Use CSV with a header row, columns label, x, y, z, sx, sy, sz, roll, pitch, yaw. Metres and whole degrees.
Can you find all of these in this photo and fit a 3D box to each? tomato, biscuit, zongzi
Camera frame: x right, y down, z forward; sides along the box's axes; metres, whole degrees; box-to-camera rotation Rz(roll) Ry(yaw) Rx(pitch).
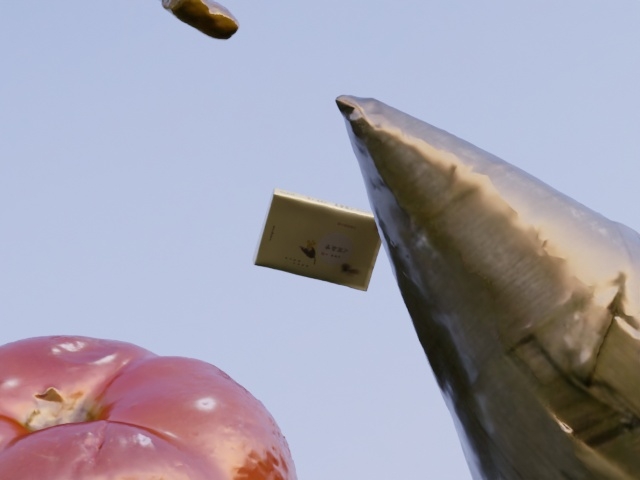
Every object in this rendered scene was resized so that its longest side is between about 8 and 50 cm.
label,x,y,z,sx,sy,sz,roll,pitch,yaw
tomato,-0.138,0.163,1.016,0.259,0.260,0.180,-15,-70,-23
biscuit,-0.180,-0.279,1.941,0.174,0.183,0.039,29,-85,-32
zongzi,0.123,0.131,0.930,0.174,0.393,0.356,-50,-7,-34

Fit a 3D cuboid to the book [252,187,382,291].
label,x,y,z,sx,sy,sz,roll,pitch,yaw
book,0.000,0.000,1.641,0.111,0.014,0.077,14,-65,-8
